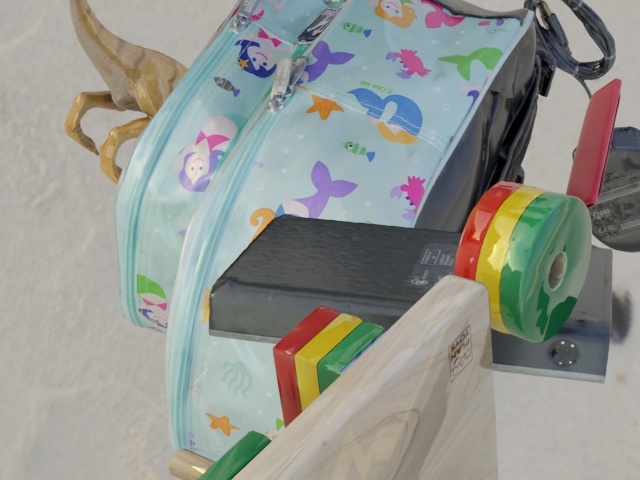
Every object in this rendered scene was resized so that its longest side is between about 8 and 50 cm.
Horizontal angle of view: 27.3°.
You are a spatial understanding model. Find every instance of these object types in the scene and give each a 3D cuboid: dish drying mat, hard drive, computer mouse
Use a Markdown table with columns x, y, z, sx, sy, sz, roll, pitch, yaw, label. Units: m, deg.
| x | y | z | sx | sy | sz | roll | pitch | yaw | label |
| --- | --- | --- | --- | --- | --- | --- | --- | --- | --- |
| 0.154 | -0.051 | 0.745 | 0.008 | 0.032 | 0.083 | 25 | 64 | -17 | dish drying mat |
| 0.037 | 0.018 | 0.478 | 0.135 | 0.022 | 0.094 | 6 | 18 | 11 | hard drive |
| 0.213 | -0.092 | 1.014 | 0.041 | 0.071 | 0.242 | -74 | 144 | -56 | computer mouse |

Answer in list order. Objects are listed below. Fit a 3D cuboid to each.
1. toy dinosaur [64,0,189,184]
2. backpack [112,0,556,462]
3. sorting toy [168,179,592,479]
| x | y | z | sx | sy | sz | roll | pitch | yaw | label |
| --- | --- | --- | --- | --- | --- | --- | --- | --- | --- |
| -0.116 | -0.099 | 0.829 | 0.211 | 0.112 | 0.064 | 33 | 12 | -42 | toy dinosaur |
| 0.000 | 0.000 | 0.678 | 0.191 | 0.225 | 0.254 | 17 | 53 | 6 | backpack |
| -0.009 | 0.097 | 0.355 | 0.046 | 0.132 | 0.274 | 16 | 40 | 33 | sorting toy |
